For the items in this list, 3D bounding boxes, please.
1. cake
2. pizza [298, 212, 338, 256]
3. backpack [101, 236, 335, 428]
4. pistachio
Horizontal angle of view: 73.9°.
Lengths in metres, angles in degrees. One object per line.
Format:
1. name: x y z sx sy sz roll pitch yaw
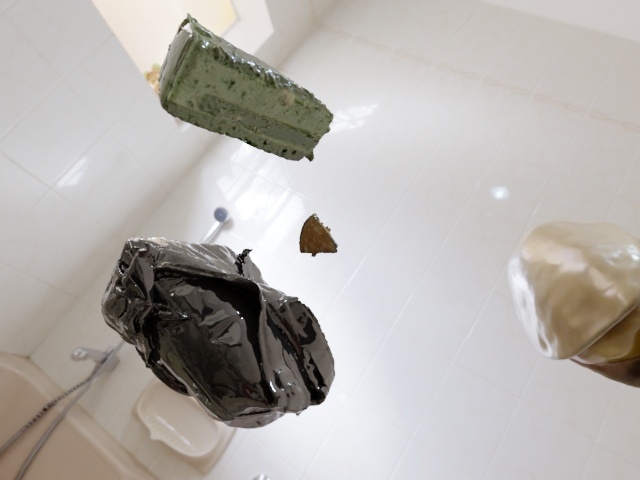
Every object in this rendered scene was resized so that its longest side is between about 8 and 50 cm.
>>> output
1. cake: -0.095 -0.192 0.567 0.236 0.100 0.099 13 37 -42
2. pizza: 0.000 0.000 0.727 0.078 0.025 0.083 33 -57 16
3. backpack: -0.173 0.163 0.802 0.446 0.254 0.363 40 13 20
4. pistachio: 0.337 0.070 0.538 0.188 0.187 0.299 33 18 4
